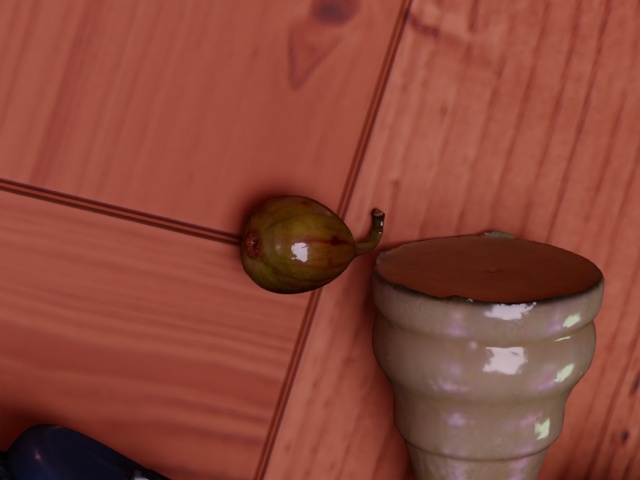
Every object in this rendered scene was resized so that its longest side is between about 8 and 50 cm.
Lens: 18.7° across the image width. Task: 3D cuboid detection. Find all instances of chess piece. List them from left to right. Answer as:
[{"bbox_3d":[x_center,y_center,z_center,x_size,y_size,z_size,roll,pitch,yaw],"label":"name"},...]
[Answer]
[{"bbox_3d":[0.076,0.201,1.011,0.117,0.117,0.397,-4,107,-19],"label":"chess piece"}]

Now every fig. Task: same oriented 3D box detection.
[{"bbox_3d":[0.000,0.000,0.966,0.083,0.050,0.050,-9,108,-36],"label":"fig"}]

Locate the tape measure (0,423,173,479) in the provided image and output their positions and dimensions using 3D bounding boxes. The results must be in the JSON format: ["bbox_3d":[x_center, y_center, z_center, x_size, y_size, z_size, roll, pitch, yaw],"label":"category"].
[{"bbox_3d":[-0.033,0.208,0.933,0.098,0.215,0.351,-51,132,0],"label":"tape measure"}]
